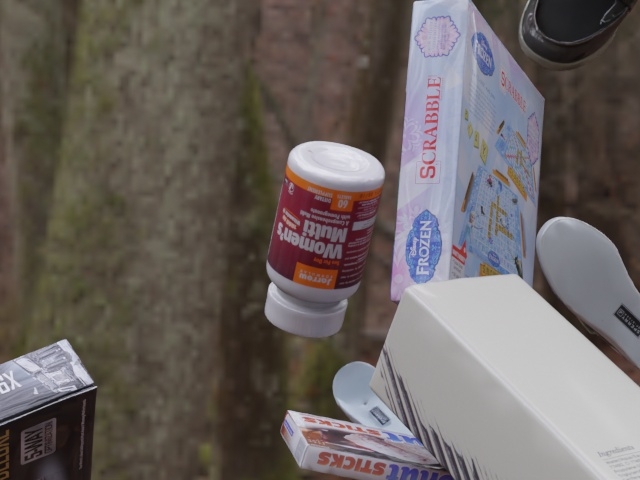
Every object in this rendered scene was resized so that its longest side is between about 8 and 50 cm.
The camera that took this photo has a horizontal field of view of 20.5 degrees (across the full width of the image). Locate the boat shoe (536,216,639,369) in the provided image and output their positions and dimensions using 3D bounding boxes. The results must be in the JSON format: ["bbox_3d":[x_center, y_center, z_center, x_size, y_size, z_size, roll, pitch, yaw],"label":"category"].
[{"bbox_3d":[0.291,0.061,1.821,0.219,0.078,0.070,48,-6,-16],"label":"boat shoe"}]

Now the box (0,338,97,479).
[{"bbox_3d":[-0.373,0.264,1.937,0.242,0.076,0.307,-21,-34,-26],"label":"box"}]

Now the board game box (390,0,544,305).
[{"bbox_3d":[0.164,-0.054,1.894,0.066,0.318,0.318,0,-15,21],"label":"board game box"}]

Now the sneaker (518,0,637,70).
[{"bbox_3d":[0.248,-0.248,1.513,0.083,0.222,0.118,33,-29,12],"label":"sneaker"}]

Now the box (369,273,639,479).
[{"bbox_3d":[0.159,0.137,1.175,0.113,0.094,0.275,-4,35,-36],"label":"box"}]

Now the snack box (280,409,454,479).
[{"bbox_3d":[0.063,0.159,1.271,0.178,0.022,0.064,13,13,-18],"label":"snack box"}]

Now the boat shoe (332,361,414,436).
[{"bbox_3d":[0.076,0.226,2.137,0.065,0.083,0.183,-32,40,-5],"label":"boat shoe"}]

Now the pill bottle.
[{"bbox_3d":[0.000,0.000,2.167,0.121,0.221,0.121,10,24,-5],"label":"pill bottle"}]
